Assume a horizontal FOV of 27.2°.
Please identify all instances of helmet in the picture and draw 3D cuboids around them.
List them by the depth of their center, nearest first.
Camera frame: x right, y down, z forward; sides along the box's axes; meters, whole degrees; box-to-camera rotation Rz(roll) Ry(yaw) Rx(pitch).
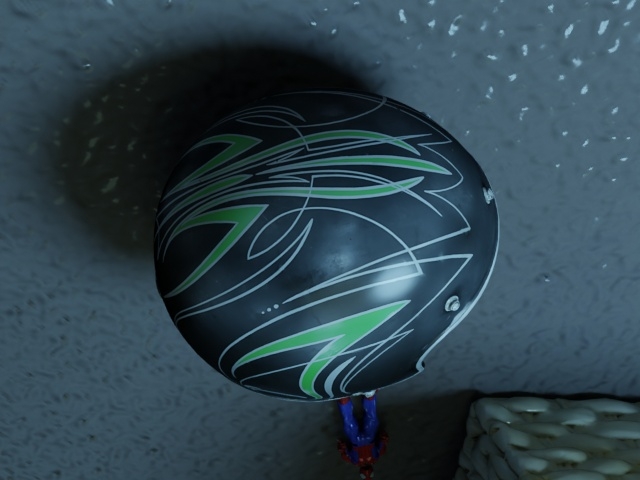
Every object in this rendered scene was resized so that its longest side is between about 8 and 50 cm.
[{"bbox_3d":[0.000,0.000,0.678,0.169,0.169,0.161,0,153,-12],"label":"helmet"}]

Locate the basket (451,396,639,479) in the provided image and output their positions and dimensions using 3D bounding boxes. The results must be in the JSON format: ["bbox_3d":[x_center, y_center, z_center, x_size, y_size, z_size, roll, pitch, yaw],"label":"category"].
[{"bbox_3d":[0.263,0.293,0.886,0.331,0.328,0.266,5,112,-14],"label":"basket"}]

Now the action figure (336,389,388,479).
[{"bbox_3d":[0.029,0.136,0.933,0.038,0.030,0.115,-14,140,-4],"label":"action figure"}]
